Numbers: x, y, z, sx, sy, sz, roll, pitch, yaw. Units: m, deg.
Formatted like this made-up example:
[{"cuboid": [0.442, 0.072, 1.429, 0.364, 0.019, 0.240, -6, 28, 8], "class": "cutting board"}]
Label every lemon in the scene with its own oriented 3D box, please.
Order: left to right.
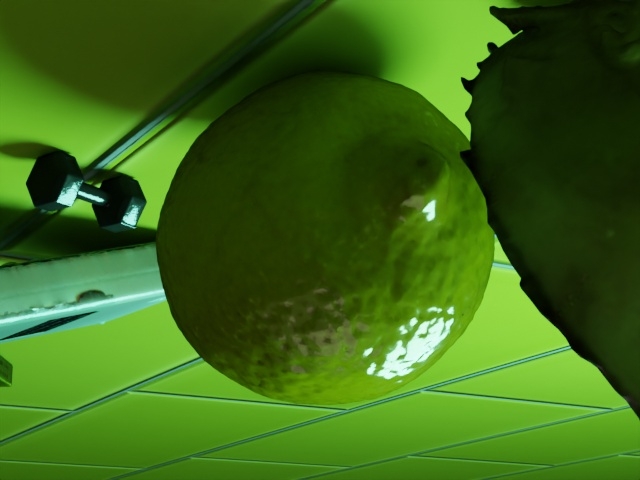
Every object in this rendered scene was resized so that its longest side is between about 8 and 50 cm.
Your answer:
[{"cuboid": [0.000, 0.000, 0.726, 0.187, 0.186, 0.244, 6, 164, -22], "class": "lemon"}]

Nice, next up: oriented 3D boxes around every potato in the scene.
[{"cuboid": [0.246, -0.041, 0.576, 0.237, 0.301, 0.289, -36, -179, 28], "class": "potato"}]

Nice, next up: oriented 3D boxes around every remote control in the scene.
[{"cuboid": [-0.257, 0.052, 0.938, 0.145, 0.050, 0.344, -20, 172, 43], "class": "remote control"}]

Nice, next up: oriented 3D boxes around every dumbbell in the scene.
[{"cuboid": [-0.154, -0.031, 0.863, 0.036, 0.040, 0.083, 27, -176, 39], "class": "dumbbell"}]

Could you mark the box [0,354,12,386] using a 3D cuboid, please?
[{"cuboid": [-0.406, 0.123, 1.358, 0.121, 0.030, 0.193, -2, 163, 2], "class": "box"}]
